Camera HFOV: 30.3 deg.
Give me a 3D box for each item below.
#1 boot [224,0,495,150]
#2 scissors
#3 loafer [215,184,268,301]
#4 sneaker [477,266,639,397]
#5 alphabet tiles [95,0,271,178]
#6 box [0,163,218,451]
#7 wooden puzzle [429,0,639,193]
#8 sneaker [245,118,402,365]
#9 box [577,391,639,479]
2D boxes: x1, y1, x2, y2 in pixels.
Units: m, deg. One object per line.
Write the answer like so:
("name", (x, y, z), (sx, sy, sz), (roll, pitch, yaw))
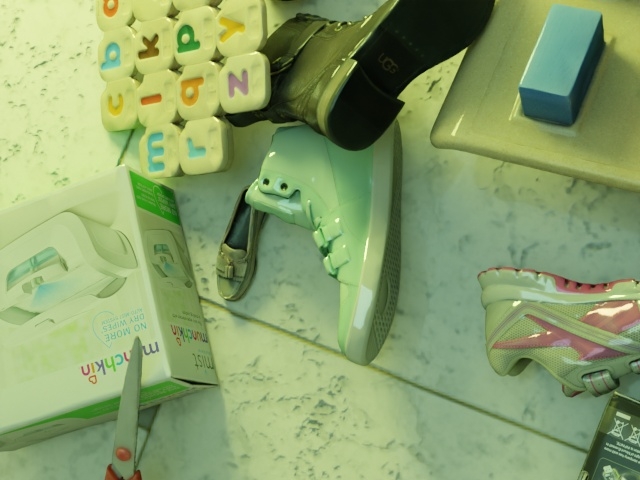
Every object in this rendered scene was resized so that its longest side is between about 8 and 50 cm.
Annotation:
("boot", (0.028, -0.202, 1.169), (0.263, 0.091, 0.229), (-48, 31, -8))
("scissors", (-0.205, 0.224, 1.175), (0.109, 0.021, 0.297), (1, 117, 14))
("loafer", (-0.087, 0.001, 1.241), (0.045, 0.039, 0.125), (14, 86, 20))
("sneaker", (0.263, 0.091, 1.077), (0.252, 0.103, 0.111), (5, 85, 28))
("alphabet tiles", (-0.147, -0.208, 1.242), (0.278, 0.021, 0.284), (-3, 90, 45))
("box", (-0.267, 0.079, 1.249), (0.262, 0.127, 0.231), (-18, 74, 15))
("wooden puzzle", (0.298, -0.197, 1.055), (0.348, 0.080, 0.322), (14, 68, 27))
("sneaker", (0.000, 0.000, 1.180), (0.151, 0.094, 0.256), (-1, 71, 14))
("box", (0.377, 0.346, 0.990), (0.395, 0.097, 0.318), (20, 86, 20))
